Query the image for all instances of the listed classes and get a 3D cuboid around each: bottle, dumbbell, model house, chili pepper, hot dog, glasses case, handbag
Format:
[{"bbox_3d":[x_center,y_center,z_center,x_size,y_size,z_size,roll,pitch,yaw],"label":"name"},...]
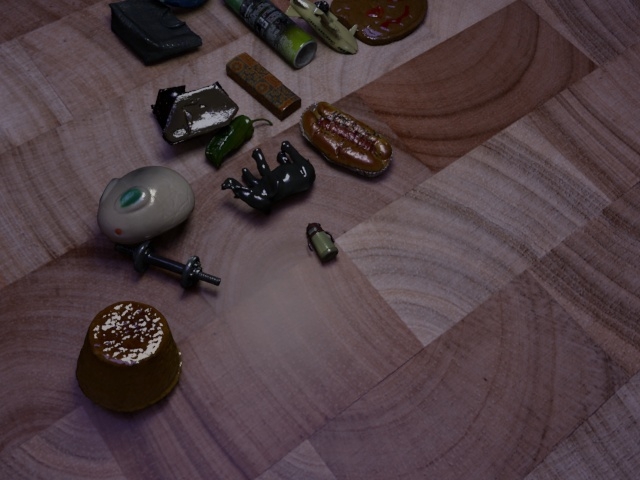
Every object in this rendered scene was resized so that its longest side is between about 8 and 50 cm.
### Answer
[{"bbox_3d":[-0.150,-0.621,1.784,0.093,0.093,0.330,-38,72,-21],"label":"bottle"},{"bbox_3d":[-0.345,0.053,1.426,0.254,0.081,0.081,18,63,5],"label":"dumbbell"},{"bbox_3d":[-0.322,-0.327,1.610,0.203,0.164,0.141,-16,103,-19],"label":"model house"},{"bbox_3d":[0.001,0.000,1.509,0.063,0.047,0.101,-2,51,-48],"label":"bottle"},{"bbox_3d":[-0.218,-0.274,1.617,0.072,0.073,0.204,29,62,25],"label":"chili pepper"},{"bbox_3d":[0.063,-0.258,1.628,0.268,0.075,0.144,34,62,9],"label":"hot dog"},{"bbox_3d":[-0.154,-0.418,1.704,0.218,0.049,0.075,42,67,15],"label":"glasses case"},{"bbox_3d":[-0.465,-0.594,1.753,0.175,0.088,0.270,-32,65,-31],"label":"handbag"}]

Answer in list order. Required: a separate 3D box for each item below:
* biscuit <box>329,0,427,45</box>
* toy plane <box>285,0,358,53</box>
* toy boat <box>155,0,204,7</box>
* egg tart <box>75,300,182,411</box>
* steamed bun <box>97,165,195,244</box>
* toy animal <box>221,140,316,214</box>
[{"bbox_3d":[0.178,-0.696,1.881,0.257,0.049,0.273,39,65,15],"label":"biscuit"},{"bbox_3d":[0.010,-0.609,1.767,0.244,0.229,0.092,27,100,-19],"label":"toy plane"},{"bbox_3d":[-0.444,-0.760,1.846,0.221,0.067,0.291,-31,54,-34],"label":"toy boat"},{"bbox_3d":[-0.386,0.224,1.286,0.215,0.170,0.215,9,49,-11],"label":"egg tart"},{"bbox_3d":[-0.400,-0.090,1.434,0.177,0.130,0.228,21,45,41],"label":"steamed bun"},{"bbox_3d":[-0.118,-0.153,1.534,0.245,0.114,0.146,-30,69,-18],"label":"toy animal"}]
